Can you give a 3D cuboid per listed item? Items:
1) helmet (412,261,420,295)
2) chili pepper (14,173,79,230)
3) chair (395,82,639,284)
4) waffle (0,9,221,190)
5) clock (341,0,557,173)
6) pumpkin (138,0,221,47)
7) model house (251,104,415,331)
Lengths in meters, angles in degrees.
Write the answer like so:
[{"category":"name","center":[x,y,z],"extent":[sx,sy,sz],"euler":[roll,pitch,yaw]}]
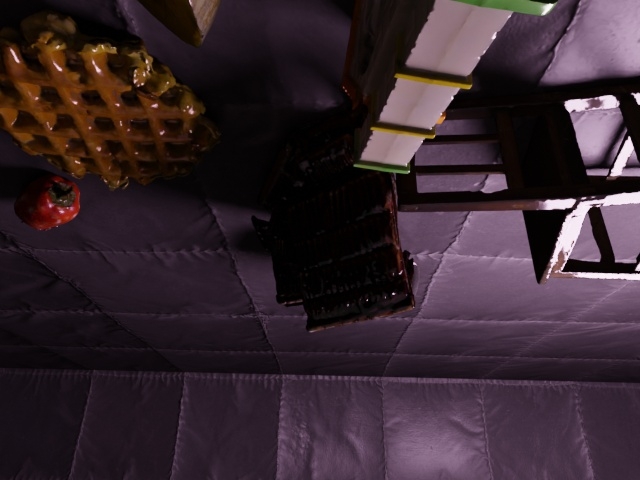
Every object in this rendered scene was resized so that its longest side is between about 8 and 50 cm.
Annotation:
[{"category":"helmet","center":[0.071,0.068,1.036],"extent":[0.253,0.154,0.198],"euler":[-14,135,-9]},{"category":"chili pepper","center":[-0.483,-0.073,0.857],"extent":[0.192,0.084,0.086],"euler":[-17,165,41]},{"category":"chair","center":[0.323,-0.068,0.693],"extent":[0.416,0.203,0.240],"euler":[-3,150,11]},{"category":"waffle","center":[-0.315,-0.174,0.662],"extent":[0.302,0.068,0.325],"euler":[-18,149,34]},{"category":"clock","center":[0.077,-0.207,0.422],"extent":[0.106,0.219,0.255],"euler":[6,161,-7]},{"category":"pumpkin","center":[-0.147,-0.276,0.386],"extent":[0.110,0.217,0.217],"euler":[-43,144,1]},{"category":"model house","center":[0.000,0.000,0.750],"extent":[0.317,0.282,0.297],"euler":[-13,150,26]}]
